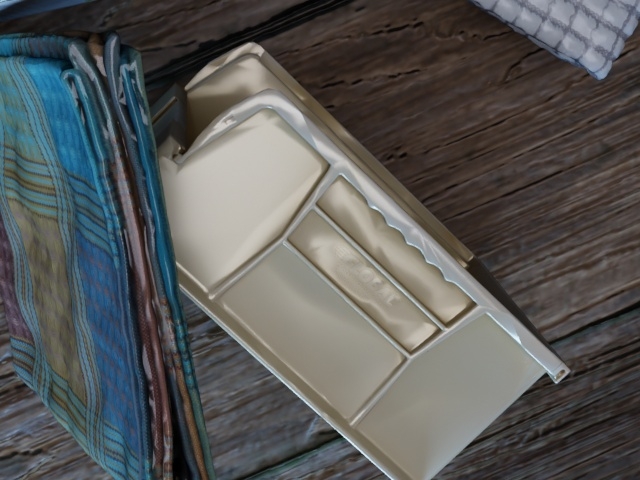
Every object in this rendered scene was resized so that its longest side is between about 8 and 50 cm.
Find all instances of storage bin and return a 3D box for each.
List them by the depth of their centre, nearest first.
[{"bbox_3d":[0.000,0.000,0.918,0.123,0.262,0.260,-45,103,6],"label":"storage bin"}]

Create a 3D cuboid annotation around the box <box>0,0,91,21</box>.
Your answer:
[{"bbox_3d":[-0.282,-0.148,0.867,0.322,0.232,0.058,-14,99,-4],"label":"box"}]

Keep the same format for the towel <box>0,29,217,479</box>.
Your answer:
[{"bbox_3d":[-0.158,0.009,0.851,0.040,0.370,0.271,-14,104,-23],"label":"towel"}]

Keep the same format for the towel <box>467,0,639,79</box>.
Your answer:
[{"bbox_3d":[0.126,-0.276,0.949,0.283,0.121,0.235,28,96,-10],"label":"towel"}]
